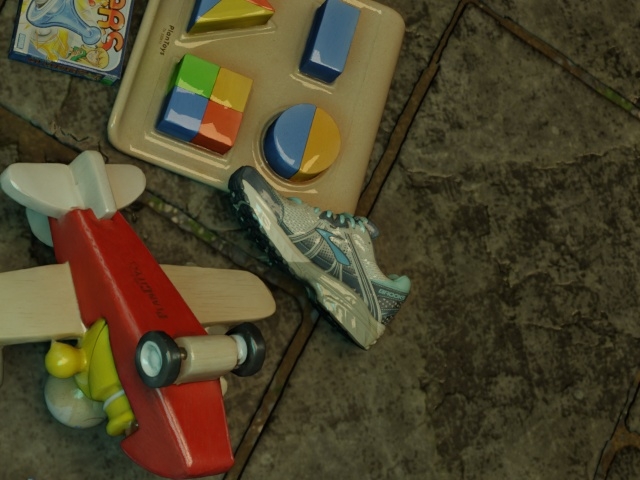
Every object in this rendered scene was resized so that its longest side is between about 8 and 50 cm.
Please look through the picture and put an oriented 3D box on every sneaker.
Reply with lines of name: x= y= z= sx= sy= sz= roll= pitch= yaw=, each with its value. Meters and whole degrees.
sneaker: x=0.000 y=0.000 z=1.940 sx=0.122 sy=0.110 sz=0.283 roll=-45 pitch=109 yaw=-9

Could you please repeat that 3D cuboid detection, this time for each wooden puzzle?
wooden puzzle: x=-0.065 y=-0.212 z=1.977 sx=0.347 sy=0.080 sz=0.322 roll=22 pitch=71 yaw=-19

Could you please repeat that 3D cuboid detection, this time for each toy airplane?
toy airplane: x=-0.250 y=0.090 z=1.763 sx=0.386 sy=0.272 sz=0.384 roll=27 pitch=32 yaw=-8

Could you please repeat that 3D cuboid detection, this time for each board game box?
board game box: x=-0.298 y=-0.304 z=1.917 sx=0.136 sy=0.035 sz=0.201 roll=13 pitch=75 yaw=-21

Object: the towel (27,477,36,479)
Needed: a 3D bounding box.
towel: x=-0.241 y=0.430 z=1.714 sx=0.336 sy=0.040 sz=0.243 roll=37 pitch=63 yaw=-44
